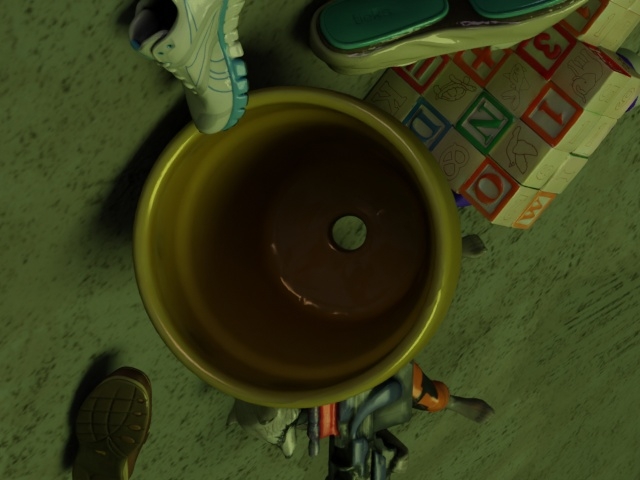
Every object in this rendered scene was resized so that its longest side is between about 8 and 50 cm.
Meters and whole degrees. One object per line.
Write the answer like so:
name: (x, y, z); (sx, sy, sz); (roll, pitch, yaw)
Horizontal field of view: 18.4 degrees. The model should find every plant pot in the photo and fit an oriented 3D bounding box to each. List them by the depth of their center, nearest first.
plant pot: (0.000, 0.000, 1.633); (0.254, 0.254, 0.239); (-50, 172, 11)

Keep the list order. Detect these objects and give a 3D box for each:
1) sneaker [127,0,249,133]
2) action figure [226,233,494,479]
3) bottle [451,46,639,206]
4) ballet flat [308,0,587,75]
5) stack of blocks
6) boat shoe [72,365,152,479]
sneaker: (-0.101, -0.145, 1.434); (0.083, 0.071, 0.191); (-28, 143, -22)
action figure: (0.037, 0.160, 2.021); (0.330, 0.178, 0.341); (-12, 115, -44)
bottle: (0.214, -0.123, 1.938); (0.283, 0.092, 0.118); (-23, 147, -41)
ballet flat: (0.112, -0.184, 1.610); (0.248, 0.086, 0.086); (-12, 152, -2)
stack of blocks: (0.199, -0.177, 1.729); (0.297, 0.171, 0.087); (-52, 156, 15)
boat shoe: (-0.187, 0.168, 1.809); (0.178, 0.064, 0.060); (110, 3, -47)
